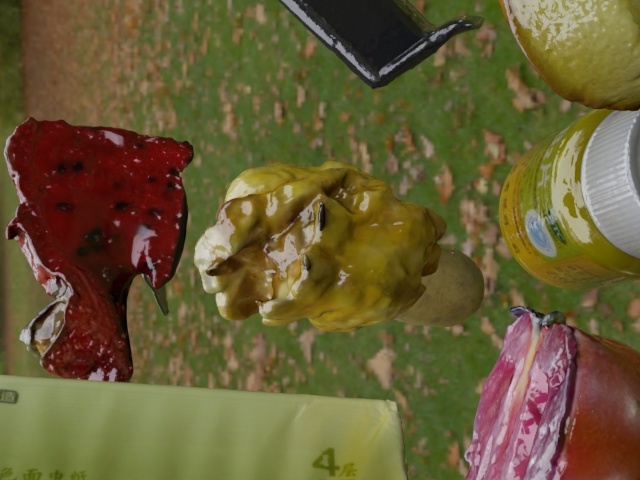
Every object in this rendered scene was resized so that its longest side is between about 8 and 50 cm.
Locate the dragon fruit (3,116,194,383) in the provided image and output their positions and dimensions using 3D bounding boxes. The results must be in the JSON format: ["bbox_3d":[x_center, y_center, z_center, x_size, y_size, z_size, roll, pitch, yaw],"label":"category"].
[{"bbox_3d":[-0.140,0.020,0.678,0.092,0.122,0.192,109,154,-55],"label":"dragon fruit"}]

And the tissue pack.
[{"bbox_3d":[-0.082,0.157,0.488,0.125,0.234,0.159,-92,9,-49],"label":"tissue pack"}]

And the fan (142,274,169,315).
[{"bbox_3d":[-0.199,-0.013,1.103,0.220,0.009,0.132,73,180,-55],"label":"fan"}]

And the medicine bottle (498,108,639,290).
[{"bbox_3d":[0.383,-0.059,1.289,0.384,0.224,0.224,145,123,-79],"label":"medicine bottle"}]

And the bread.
[{"bbox_3d":[0.278,-0.254,1.032,0.148,0.270,0.270,-27,61,41],"label":"bread"}]

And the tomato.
[{"bbox_3d":[0.290,0.240,1.205,0.335,0.176,0.290,-171,101,-84],"label":"tomato"}]

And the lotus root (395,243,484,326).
[{"bbox_3d":[0.141,0.065,1.805,0.169,0.342,0.152,16,92,58],"label":"lotus root"}]

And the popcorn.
[{"bbox_3d":[-0.004,0.001,1.079,0.191,0.253,0.190,-36,56,54],"label":"popcorn"}]

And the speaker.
[{"bbox_3d":[0.056,-0.410,1.644,0.184,0.388,0.180,-46,4,21],"label":"speaker"}]
